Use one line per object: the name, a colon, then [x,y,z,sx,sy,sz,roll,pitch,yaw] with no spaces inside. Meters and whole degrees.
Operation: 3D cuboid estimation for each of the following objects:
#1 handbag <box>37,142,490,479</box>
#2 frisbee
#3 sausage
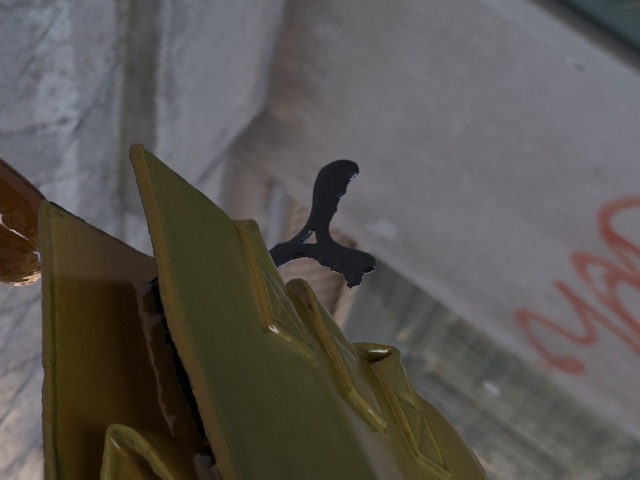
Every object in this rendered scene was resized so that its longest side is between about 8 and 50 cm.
handbag: [0.003,0.148,0.779,0.133,0.283,0.401,-30,138,18]
frisbee: [0.000,0.000,1.539,0.211,0.187,0.012,-47,132,-15]
sausage: [-0.298,-0.053,1.036,0.098,0.238,0.098,-52,-172,11]
